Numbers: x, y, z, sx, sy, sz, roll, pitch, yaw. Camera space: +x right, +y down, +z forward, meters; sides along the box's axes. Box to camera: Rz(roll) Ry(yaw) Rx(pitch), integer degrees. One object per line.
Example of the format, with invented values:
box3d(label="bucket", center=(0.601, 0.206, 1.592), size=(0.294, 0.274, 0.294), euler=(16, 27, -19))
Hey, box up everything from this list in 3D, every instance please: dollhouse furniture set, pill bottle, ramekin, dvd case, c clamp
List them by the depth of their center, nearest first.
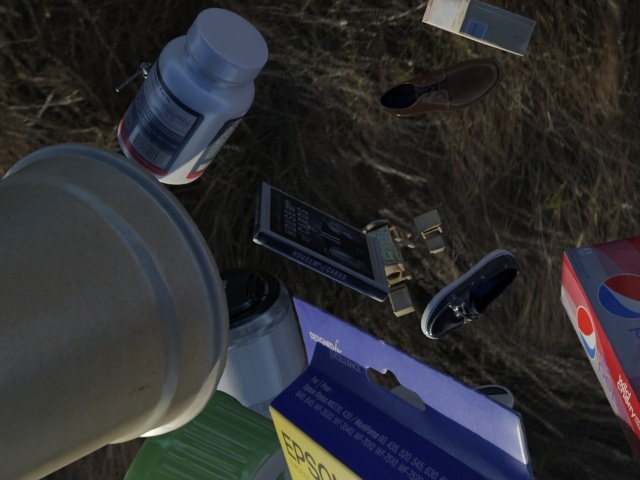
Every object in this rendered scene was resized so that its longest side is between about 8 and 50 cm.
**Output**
box3d(label="pill bottle", center=(-0.132, -0.152, 0.905), size=(0.108, 0.108, 0.180), euler=(40, 130, -5))
box3d(label="ramekin", center=(-0.133, 0.368, 1.154), size=(0.148, 0.303, 0.303), euler=(16, 117, 25))
box3d(label="c clamp", center=(-0.249, -0.257, 1.402), size=(0.137, 0.161, 0.022), euler=(-40, 67, -1))
box3d(label="dvd case", center=(0.000, 0.000, 1.424), size=(0.238, 0.179, 0.029), euler=(27, 114, -16))
box3d(label="dollhouse furniture set", center=(0.195, 0.036, 1.787), size=(0.161, 0.182, 0.101), euler=(-22, 151, 10))

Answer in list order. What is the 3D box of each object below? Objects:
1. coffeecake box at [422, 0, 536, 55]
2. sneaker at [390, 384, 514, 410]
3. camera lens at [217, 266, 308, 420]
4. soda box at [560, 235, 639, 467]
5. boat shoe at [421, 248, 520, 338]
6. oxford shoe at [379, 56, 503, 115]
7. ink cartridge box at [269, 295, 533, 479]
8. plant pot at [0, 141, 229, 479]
box3d(label="coffeecake box", center=(0.296, -0.415, 1.621), size=(0.142, 0.185, 0.068), euler=(13, 107, -19))
box3d(label="sneaker", center=(0.224, 0.317, 1.498), size=(0.217, 0.079, 0.121), euler=(2, 124, 1))
box3d(label="camera lens", center=(-0.141, 0.202, 1.517), size=(0.219, 0.219, 0.274), euler=(-5, 119, 16))
box3d(label="soda box", center=(0.336, 0.117, 0.890), size=(0.092, 0.263, 0.083), euler=(-11, 133, 0))
box3d(label="boat shoe", center=(0.290, 0.114, 1.630), size=(0.228, 0.076, 0.080), euler=(-40, 116, 8))
box3d(label="oxford shoe", center=(0.195, -0.247, 1.408), size=(0.212, 0.076, 0.076), euler=(-15, 89, 30))
box3d(label="ink cartridge box", center=(0.065, 0.224, 0.673), size=(0.072, 0.303, 0.307), euler=(-27, 112, -22))
box3d(label="plant pot", center=(-0.306, 0.102, 0.797), size=(0.333, 0.305, 0.334), euler=(10, 111, 26))
